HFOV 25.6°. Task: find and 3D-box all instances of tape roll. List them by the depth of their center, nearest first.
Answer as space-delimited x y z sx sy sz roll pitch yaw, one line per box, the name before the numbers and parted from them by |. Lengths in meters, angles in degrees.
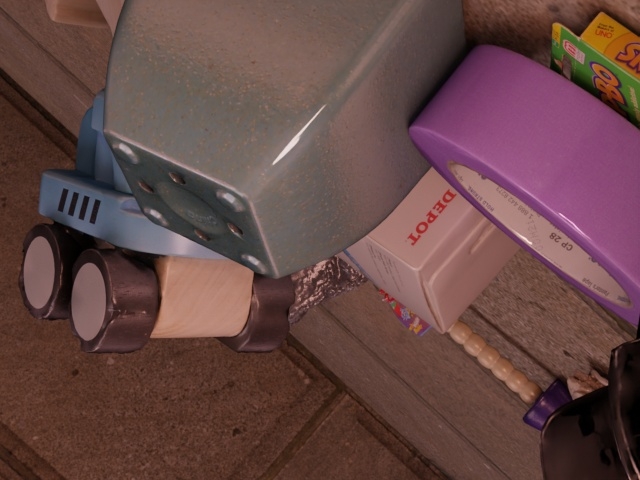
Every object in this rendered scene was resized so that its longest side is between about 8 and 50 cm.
tape roll | 0.204 -0.038 1.144 0.275 0.090 0.275 39 177 2

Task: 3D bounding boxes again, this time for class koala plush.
koala plush | 0.000 0.000 1.913 0.221 0.203 0.196 36 -144 -86

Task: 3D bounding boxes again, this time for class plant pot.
plant pot | -0.043 -0.120 1.194 0.248 0.252 0.247 24 157 21

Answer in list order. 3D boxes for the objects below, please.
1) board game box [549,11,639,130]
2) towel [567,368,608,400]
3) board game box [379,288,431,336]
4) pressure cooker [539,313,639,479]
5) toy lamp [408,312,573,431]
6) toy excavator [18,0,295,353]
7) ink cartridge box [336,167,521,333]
board game box | 0.275 -0.070 1.017 0.259 0.039 0.124 36 170 16
towel | 0.434 0.264 1.736 0.282 0.049 0.187 34 168 33
board game box | 0.110 0.063 1.911 0.133 0.033 0.169 60 153 12
pressure cooker | 0.324 0.081 0.566 0.375 0.370 0.420 30 168 33
toy lamp | 0.248 0.171 1.947 0.274 0.080 0.080 41 169 10
toy excavator | -0.195 -0.128 1.564 0.222 0.445 0.433 4 -172 -34
ink cartridge box | 0.077 -0.058 1.392 0.232 0.171 0.168 37 169 27
